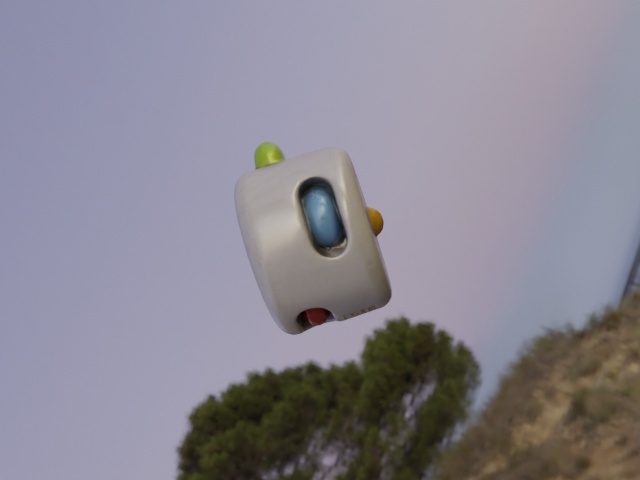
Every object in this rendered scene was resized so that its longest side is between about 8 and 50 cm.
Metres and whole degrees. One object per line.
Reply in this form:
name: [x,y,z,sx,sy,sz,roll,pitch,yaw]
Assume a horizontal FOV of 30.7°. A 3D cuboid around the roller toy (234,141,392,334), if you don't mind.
roller toy: [0.000,0.000,1.290,0.191,0.146,0.209,-101,-8,-59]
